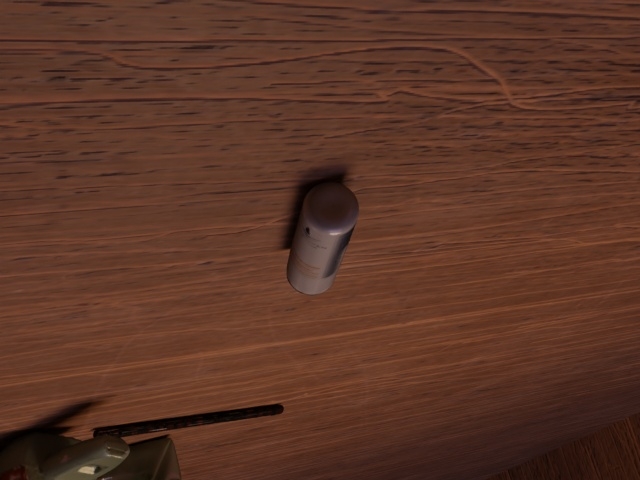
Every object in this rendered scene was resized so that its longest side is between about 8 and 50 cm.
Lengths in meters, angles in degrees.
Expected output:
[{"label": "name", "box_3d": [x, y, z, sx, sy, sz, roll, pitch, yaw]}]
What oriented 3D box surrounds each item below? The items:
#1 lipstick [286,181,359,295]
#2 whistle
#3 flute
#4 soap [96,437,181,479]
[{"label": "lipstick", "box_3d": [0.000, 0.000, 0.918, 0.040, 0.040, 0.141, -14, 162, -12]}, {"label": "whistle", "box_3d": [-0.289, 0.250, 1.319, 0.253, 0.105, 0.102, -28, 177, 32]}, {"label": "flute", "box_3d": [-0.145, 0.207, 1.470, 0.269, 0.014, 0.014, -1, 156, -43]}, {"label": "soap", "box_3d": [-0.236, 0.359, 1.567, 0.138, 0.182, 0.199, -11, 161, -19]}]
